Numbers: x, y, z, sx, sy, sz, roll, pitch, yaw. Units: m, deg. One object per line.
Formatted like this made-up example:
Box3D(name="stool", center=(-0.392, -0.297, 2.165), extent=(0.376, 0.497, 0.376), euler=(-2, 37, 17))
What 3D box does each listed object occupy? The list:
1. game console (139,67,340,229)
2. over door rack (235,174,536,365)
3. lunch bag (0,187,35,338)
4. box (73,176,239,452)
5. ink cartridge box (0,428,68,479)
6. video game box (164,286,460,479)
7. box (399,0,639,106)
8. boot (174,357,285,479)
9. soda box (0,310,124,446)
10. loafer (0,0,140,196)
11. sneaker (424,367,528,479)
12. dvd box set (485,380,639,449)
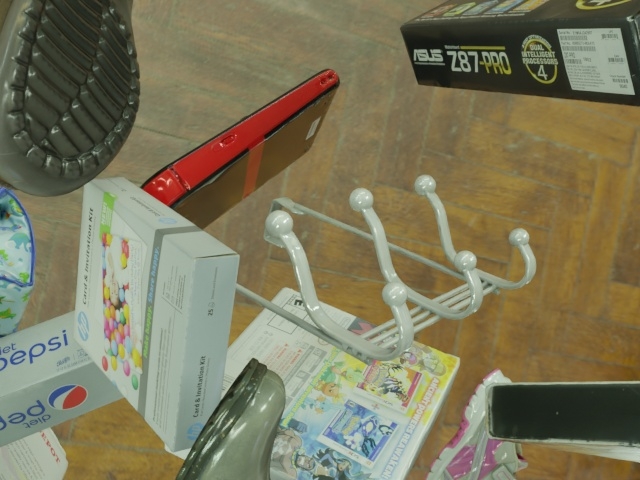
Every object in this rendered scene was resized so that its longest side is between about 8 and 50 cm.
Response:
Box3D(name="game console", center=(-0.135, -0.123, 1.261), extent=(0.342, 0.386, 0.060), euler=(-38, 89, -11))
Box3D(name="over door rack", center=(0.000, 0.000, 0.712), extent=(0.239, 0.324, 0.108), euler=(-16, 112, -50))
Box3D(name="lunch bag", center=(-0.410, 0.026, 0.968), extent=(0.096, 0.129, 0.151), euler=(12, 46, -28))
Box3D(name="box", center=(-0.132, 0.046, 0.585), extent=(0.038, 0.186, 0.145), euler=(-4, 113, -37))
Box3D(name="ink cartridge box", center=(-0.515, 0.360, 1.166), extent=(0.131, 0.306, 0.226), euler=(-21, 108, 1))
Box3D(name="video game box", center=(0.001, 0.139, 0.669), extent=(0.205, 0.187, 0.048), euler=(-47, 150, -50))
Box3D(name="box", center=(0.318, -0.264, 0.850), extent=(0.318, 0.395, 0.097), euler=(-29, 113, -14))
Box3D(name="boot", center=(-0.018, 0.200, 0.490), extent=(0.161, 0.083, 0.247), euler=(22, 114, 7))
Box3D(name="soda box", center=(-0.367, 0.177, 0.961), extent=(0.286, 0.098, 0.091), euler=(-21, 137, -9))
Box3D(name="loafer", center=(-0.230, -0.178, 0.634), extent=(0.134, 0.130, 0.366), euler=(55, 26, -48))
Box3D(name="sneaker", center=(0.230, 0.315, 1.107), extent=(0.111, 0.103, 0.252), euler=(30, 99, 20))
Box3D(name="dvd box set", center=(0.412, 0.205, 0.823), extent=(0.420, 0.307, 0.062), euler=(22, 67, -46))
